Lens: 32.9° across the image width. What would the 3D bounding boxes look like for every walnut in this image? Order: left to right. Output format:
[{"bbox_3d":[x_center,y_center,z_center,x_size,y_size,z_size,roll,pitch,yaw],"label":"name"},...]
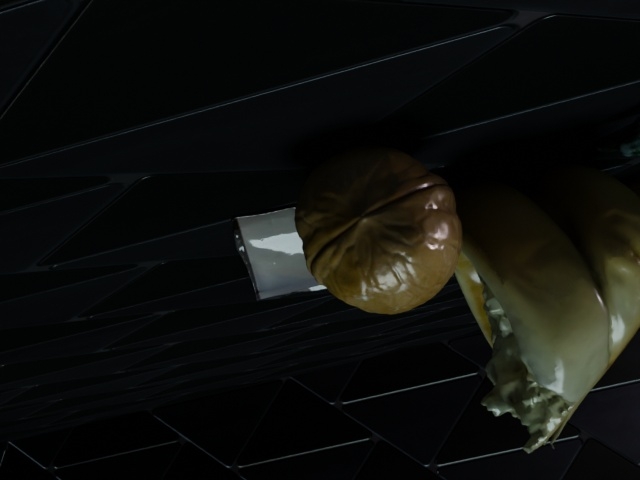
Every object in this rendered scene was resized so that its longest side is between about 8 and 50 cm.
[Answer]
[{"bbox_3d":[0.059,-0.009,1.055,0.165,0.165,0.197,-16,165,18],"label":"walnut"}]

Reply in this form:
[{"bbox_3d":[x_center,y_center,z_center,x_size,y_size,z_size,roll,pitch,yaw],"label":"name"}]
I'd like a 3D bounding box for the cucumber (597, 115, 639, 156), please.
[{"bbox_3d":[0.397,-0.131,1.099,0.250,0.056,0.056,-22,165,30],"label":"cucumber"}]

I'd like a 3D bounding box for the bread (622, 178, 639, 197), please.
[{"bbox_3d":[0.487,-0.052,1.482,0.116,0.077,0.200,16,161,-39],"label":"bread"}]

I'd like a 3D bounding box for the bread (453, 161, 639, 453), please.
[{"bbox_3d":[0.289,0.075,1.297,0.245,0.328,0.424,-14,163,6],"label":"bread"}]

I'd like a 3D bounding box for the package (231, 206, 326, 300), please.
[{"bbox_3d":[0.000,0.000,1.340,0.204,0.062,0.251,-12,156,-2],"label":"package"}]
